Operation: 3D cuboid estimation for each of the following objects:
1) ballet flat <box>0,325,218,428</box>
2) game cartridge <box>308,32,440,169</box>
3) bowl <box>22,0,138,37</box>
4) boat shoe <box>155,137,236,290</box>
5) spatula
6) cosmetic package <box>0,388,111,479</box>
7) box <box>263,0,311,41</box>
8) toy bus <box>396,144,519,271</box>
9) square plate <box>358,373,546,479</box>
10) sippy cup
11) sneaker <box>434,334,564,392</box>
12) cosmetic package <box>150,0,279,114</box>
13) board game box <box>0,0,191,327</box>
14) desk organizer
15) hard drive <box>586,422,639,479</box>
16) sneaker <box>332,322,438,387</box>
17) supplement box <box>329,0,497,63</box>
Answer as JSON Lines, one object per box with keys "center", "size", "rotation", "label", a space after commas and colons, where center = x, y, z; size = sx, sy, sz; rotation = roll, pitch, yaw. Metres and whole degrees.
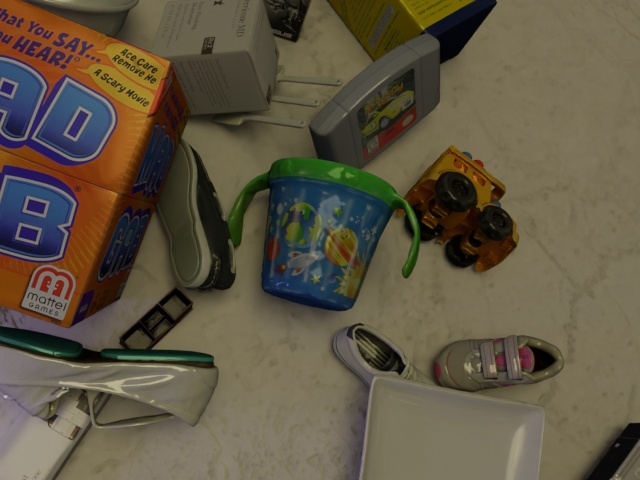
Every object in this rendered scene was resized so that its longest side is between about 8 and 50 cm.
{"center": [-0.354, 0.211, 0.997], "size": [0.399, 0.139, 0.139], "rotation": [11, 69, -14], "label": "ballet flat"}
{"center": [0.112, -0.250, 1.264], "size": [0.294, 0.196, 0.060], "rotation": [-40, 59, -10], "label": "game cartridge"}
{"center": [-0.484, -0.416, 1.198], "size": [0.297, 0.134, 0.298], "rotation": [16, 32, -10], "label": "bowl"}
{"center": [-0.222, -0.045, 1.194], "size": [0.091, 0.114, 0.303], "rotation": [18, 52, -47], "label": "boat shoe"}
{"center": [-0.082, -0.271, 1.261], "size": [0.168, 0.241, 0.019], "rotation": [-51, 134, -26], "label": "spatula"}
{"center": [-0.421, 0.294, 1.043], "size": [0.098, 0.060, 0.239], "rotation": [30, 67, -1], "label": "cosmetic package"}
{"center": [-0.132, -0.496, 1.319], "size": [0.230, 0.183, 0.056], "rotation": [15, 69, -10], "label": "box"}
{"center": [0.290, -0.079, 1.319], "size": [0.220, 0.149, 0.211], "rotation": [36, 51, -2], "label": "toy bus"}
{"center": [0.209, 0.425, 1.131], "size": [0.343, 0.049, 0.348], "rotation": [14, 78, -17], "label": "square plate"}
{"center": [0.000, 0.000, 1.173], "size": [0.240, 0.305, 0.224], "rotation": [20, 77, -37], "label": "sippy cup"}
{"center": [0.333, 0.218, 1.231], "size": [0.252, 0.111, 0.103], "rotation": [-5, 73, -15], "label": "sneaker"}
{"center": [-0.186, -0.336, 1.223], "size": [0.183, 0.151, 0.151], "rotation": [-2, 58, 12], "label": "cosmetic package"}
{"center": [-0.427, -0.120, 0.970], "size": [0.356, 0.356, 0.357], "rotation": [21, 88, -7], "label": "board game box"}
{"center": [-0.277, 0.139, 1.137], "size": [0.047, 0.050, 0.130], "rotation": [44, 67, 3], "label": "desk organizer"}
{"center": [0.553, 0.525, 1.189], "size": [0.339, 0.064, 0.237], "rotation": [-38, 92, -26], "label": "hard drive"}
{"center": [0.133, 0.243, 1.183], "size": [0.258, 0.091, 0.094], "rotation": [36, 67, -2], "label": "sneaker"}
{"center": [0.154, -0.536, 1.398], "size": [0.194, 0.195, 0.357], "rotation": [-33, 83, -22], "label": "supplement box"}
